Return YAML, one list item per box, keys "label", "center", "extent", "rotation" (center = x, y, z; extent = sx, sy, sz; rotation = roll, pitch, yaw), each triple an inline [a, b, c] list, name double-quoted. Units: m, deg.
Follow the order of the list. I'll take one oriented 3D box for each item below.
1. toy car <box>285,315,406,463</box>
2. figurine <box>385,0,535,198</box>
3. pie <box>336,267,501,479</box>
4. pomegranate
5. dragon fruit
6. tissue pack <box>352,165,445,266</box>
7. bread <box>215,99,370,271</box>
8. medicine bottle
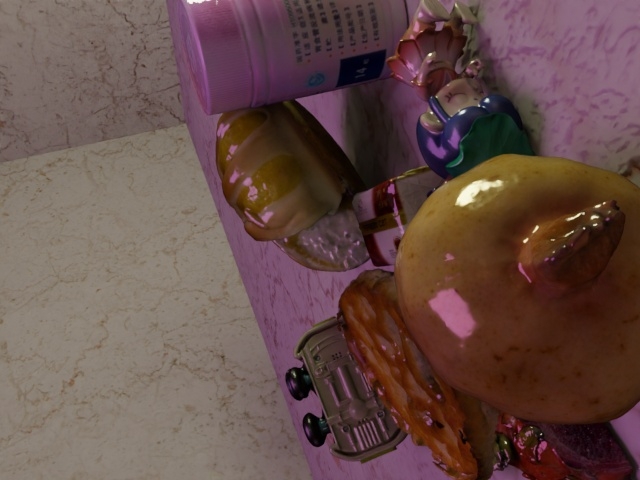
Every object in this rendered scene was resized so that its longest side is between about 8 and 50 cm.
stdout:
- label: "toy car"
  center: [0.067, 0.271, 1.126]
  extent: [0.198, 0.204, 0.247]
  rotation: [49, -163, -70]
- label: "figurine"
  center: [0.136, -0.128, 0.596]
  extent: [0.102, 0.112, 0.194]
  rotation: [-51, 51, 51]
- label: "pie"
  center: [0.135, 0.169, 0.815]
  extent: [0.315, 0.092, 0.315]
  rotation: [53, 161, 26]
- label: "pomegranate"
  center: [0.157, 0.038, 0.451]
  extent: [0.207, 0.207, 0.207]
  rotation: [165, 90, -75]
- label: "dragon fruit"
  center: [0.219, 0.195, 0.597]
  extent: [0.102, 0.096, 0.147]
  rotation: [104, 146, -56]
- label: "tissue pack"
  center: [0.111, -0.027, 0.756]
  extent: [0.149, 0.099, 0.106]
  rotation: [161, 94, -75]
- label: "bread"
  center: [-0.041, -0.084, 0.924]
  extent: [0.333, 0.160, 0.333]
  rotation: [51, -165, -19]
- label: "medicine bottle"
  center: [-0.037, -0.253, 0.766]
  extent: [0.152, 0.254, 0.152]
  rotation: [164, 90, -76]
